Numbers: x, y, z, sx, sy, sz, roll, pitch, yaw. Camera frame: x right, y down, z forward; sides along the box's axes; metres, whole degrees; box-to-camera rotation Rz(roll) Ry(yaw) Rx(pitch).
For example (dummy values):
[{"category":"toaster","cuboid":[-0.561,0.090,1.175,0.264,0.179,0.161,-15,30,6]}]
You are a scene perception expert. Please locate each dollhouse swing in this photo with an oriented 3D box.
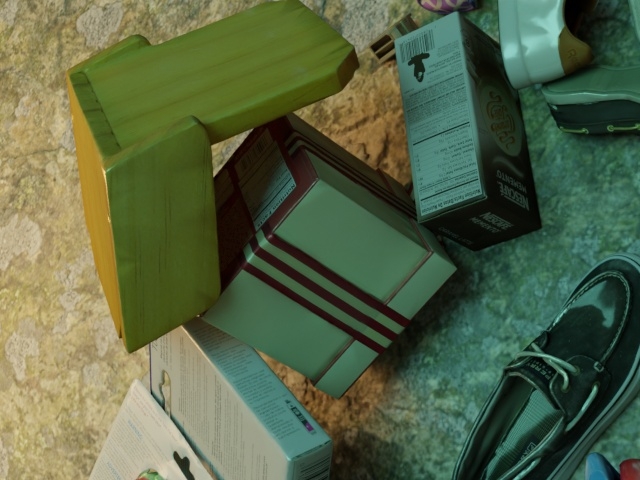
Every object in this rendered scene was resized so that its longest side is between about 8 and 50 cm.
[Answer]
[{"category":"dollhouse swing","cuboid":[-0.127,-0.094,1.434,0.347,0.304,0.315,-128,31,-59]}]

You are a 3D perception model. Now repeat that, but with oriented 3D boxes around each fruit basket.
[{"category":"fruit basket","cuboid":[-0.224,0.416,1.559,0.327,0.165,0.353,43,110,40]}]

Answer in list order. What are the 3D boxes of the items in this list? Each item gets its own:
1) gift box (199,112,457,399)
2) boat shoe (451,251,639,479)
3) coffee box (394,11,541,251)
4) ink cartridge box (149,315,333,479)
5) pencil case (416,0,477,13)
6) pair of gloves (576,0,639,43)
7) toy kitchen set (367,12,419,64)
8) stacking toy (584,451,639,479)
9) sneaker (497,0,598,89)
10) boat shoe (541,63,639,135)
[{"category":"gift box","cuboid":[0.000,0.000,1.474,0.255,0.258,0.276,-46,30,19]},{"category":"boat shoe","cuboid":[0.258,0.161,1.288,0.121,0.119,0.335,31,97,41]},{"category":"coffee box","cuboid":[0.176,-0.129,1.438,0.098,0.141,0.247,-20,65,32]},{"category":"ink cartridge box","cuboid":[-0.108,0.259,1.482,0.330,0.071,0.324,47,145,39]},{"category":"pencil case","cuboid":[0.170,-0.399,1.565,0.086,0.088,0.206,-5,72,37]},{"category":"pair of gloves","cuboid":[0.328,-0.318,1.438,0.240,0.042,0.204,-13,68,37]},{"category":"toy kitchen set","cuboid":[0.103,-0.248,1.589,0.075,0.083,0.068,-33,99,28]},{"category":"stacking toy","cuboid":[0.419,0.245,1.130,0.301,0.166,0.175,-25,56,15]},{"category":"sneaker","cuboid":[0.270,-0.321,1.410,0.123,0.106,0.290,-11,71,21]},{"category":"boat shoe","cuboid":[0.363,-0.155,1.342,0.227,0.069,0.081,8,46,39]}]
